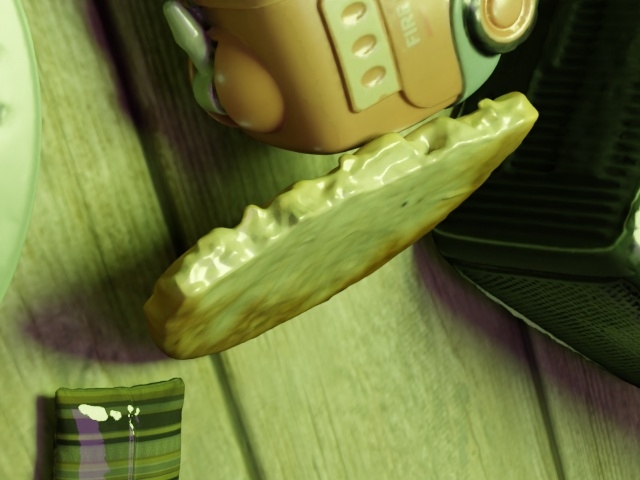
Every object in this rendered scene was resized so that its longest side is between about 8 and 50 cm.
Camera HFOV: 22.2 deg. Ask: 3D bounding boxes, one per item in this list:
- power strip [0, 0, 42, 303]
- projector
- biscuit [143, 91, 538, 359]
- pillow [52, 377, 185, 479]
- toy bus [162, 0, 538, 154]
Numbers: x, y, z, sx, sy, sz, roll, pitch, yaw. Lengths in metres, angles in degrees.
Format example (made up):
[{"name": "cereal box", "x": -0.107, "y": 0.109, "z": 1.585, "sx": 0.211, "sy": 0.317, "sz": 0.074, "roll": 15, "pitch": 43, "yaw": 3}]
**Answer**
[{"name": "power strip", "x": -0.308, "y": -0.066, "z": 0.801, "sx": 0.357, "sy": 0.161, "sz": 0.357, "roll": -6, "pitch": 99, "yaw": -46}, {"name": "projector", "x": 0.332, "y": -0.084, "z": 1.413, "sx": 0.405, "sy": 0.242, "sz": 0.395, "roll": 33, "pitch": 73, "yaw": -42}, {"name": "biscuit", "x": 0.000, "y": 0.000, "z": 1.131, "sx": 0.309, "sy": 0.204, "sz": 0.040, "roll": -27, "pitch": 74, "yaw": -28}, {"name": "pillow", "x": -0.138, "y": 0.197, "z": 1.107, "sx": 0.113, "sy": 0.038, "sz": 0.203, "roll": -2, "pitch": 96, "yaw": -46}, {"name": "toy bus", "x": -0.011, "y": -0.192, "z": 1.096, "sx": 0.232, "sy": 0.194, "sz": 0.287, "roll": -36, "pitch": 121, "yaw": -23}]
